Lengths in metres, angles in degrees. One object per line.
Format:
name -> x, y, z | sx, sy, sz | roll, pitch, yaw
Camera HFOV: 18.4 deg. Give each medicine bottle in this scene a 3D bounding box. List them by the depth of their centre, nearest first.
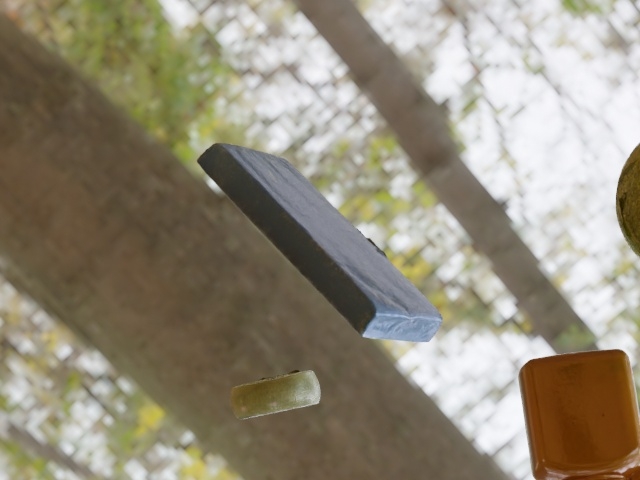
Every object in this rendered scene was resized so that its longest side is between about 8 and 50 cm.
medicine bottle -> 0.351, 0.265, 2.627 | 0.149, 0.222, 0.112 | -7, 165, 0

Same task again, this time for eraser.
eraser -> 0.000, 0.000, 2.232 | 0.144, 0.312, 0.042 | 10, 120, -55

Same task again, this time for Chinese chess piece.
Chinese chess piece -> -0.042, 0.141, 1.813 | 0.084, 0.034, 0.084 | -12, 177, -1

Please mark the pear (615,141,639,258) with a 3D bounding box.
pear -> 0.364, -0.016, 1.875 | 0.166, 0.180, 0.216 | -11, -137, 36
